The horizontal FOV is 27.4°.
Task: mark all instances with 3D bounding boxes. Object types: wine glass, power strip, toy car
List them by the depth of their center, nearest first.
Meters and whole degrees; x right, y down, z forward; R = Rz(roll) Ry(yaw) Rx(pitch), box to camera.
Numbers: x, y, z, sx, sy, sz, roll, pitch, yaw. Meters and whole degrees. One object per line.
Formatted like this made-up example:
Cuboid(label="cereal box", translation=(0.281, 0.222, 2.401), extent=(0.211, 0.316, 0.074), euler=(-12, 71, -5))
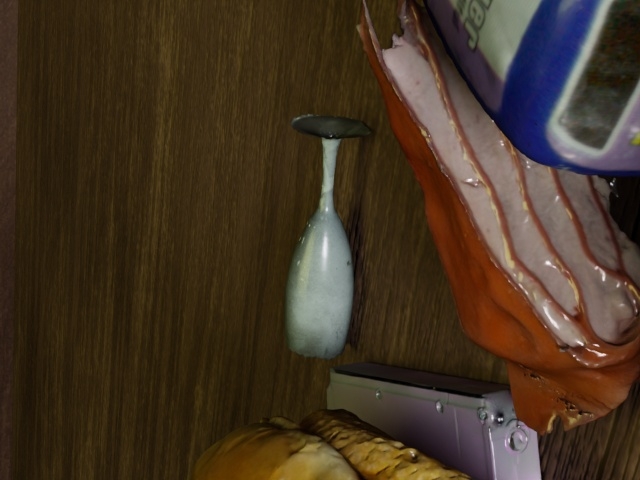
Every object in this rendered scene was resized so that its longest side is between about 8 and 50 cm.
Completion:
Cuboid(label="toy car", translation=(0.131, -0.144, 0.619), extent=(0.172, 0.158, 0.235), euler=(107, 149, -43))
Cuboid(label="power strip", translation=(0.075, 0.153, 0.961), extent=(0.279, 0.038, 0.109), euler=(178, 86, -66))
Cuboid(label="wine glass", translation=(0.000, 0.000, 1.066), extent=(0.066, 0.066, 0.198), euler=(-137, 47, -56))

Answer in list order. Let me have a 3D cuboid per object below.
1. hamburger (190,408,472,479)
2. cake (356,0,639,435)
Cuboid(label="hamburger", translation=(0.033, 0.241, 0.847), extent=(0.314, 0.170, 0.289), euler=(21, 135, 58))
Cuboid(label="cake", translation=(0.109, -0.030, 0.715), extent=(0.287, 0.098, 0.135), euler=(67, 168, -8))
